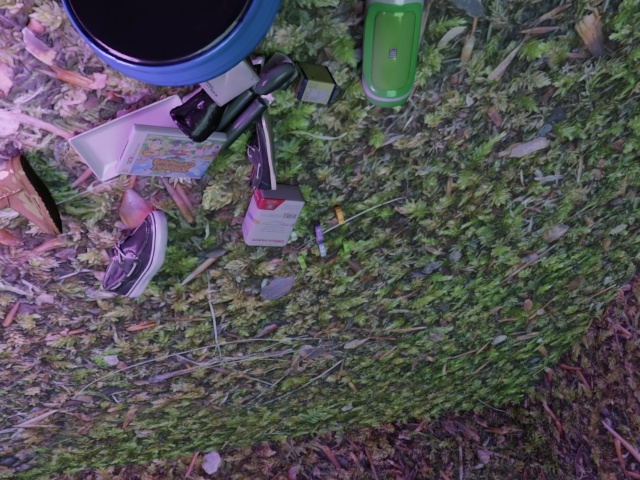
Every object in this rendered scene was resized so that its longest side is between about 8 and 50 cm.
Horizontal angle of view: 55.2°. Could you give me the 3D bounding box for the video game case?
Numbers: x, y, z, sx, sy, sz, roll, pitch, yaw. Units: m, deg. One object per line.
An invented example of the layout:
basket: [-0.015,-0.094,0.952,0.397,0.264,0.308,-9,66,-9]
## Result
video game case: [-0.350,-0.202,1.427,0.213,0.023,0.193,0,157,-31]

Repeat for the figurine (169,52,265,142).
figurine: [-0.203,-0.326,1.323,0.209,0.215,0.092,-36,110,15]

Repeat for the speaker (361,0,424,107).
speaker: [0.160,-0.453,1.383,0.131,0.131,0.296,-13,139,-10]

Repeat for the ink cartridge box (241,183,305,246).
ink cartridge box: [-0.137,-0.071,1.716,0.128,0.072,0.175,3,134,-27]

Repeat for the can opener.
can opener: [-0.165,-0.322,1.415,0.280,0.074,0.093,-41,176,25]

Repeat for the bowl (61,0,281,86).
bowl: [-0.254,-0.458,1.019,0.391,0.391,0.077,-29,178,9]

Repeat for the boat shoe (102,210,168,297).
boat shoe: [-0.505,0.048,1.649,0.119,0.121,0.335,4,136,-34]

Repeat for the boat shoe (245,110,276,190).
boat shoe: [-0.153,-0.221,1.539,0.079,0.084,0.233,1,134,1]

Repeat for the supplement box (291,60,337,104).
supplement box: [-0.019,-0.368,1.430,0.083,0.083,0.056,2,134,-26]

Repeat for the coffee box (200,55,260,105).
coffee box: [-0.219,-0.395,1.186,0.098,0.246,0.141,-31,140,9]

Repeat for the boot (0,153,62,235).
boot: [-0.778,-0.073,1.430,0.270,0.089,0.236,-19,127,-4]

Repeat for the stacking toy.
stacking toy: [0.000,0.000,1.872,0.167,0.052,0.221,-18,141,-3]

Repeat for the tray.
tray: [-0.428,-0.243,1.432,0.270,0.030,0.145,-22,139,1]
